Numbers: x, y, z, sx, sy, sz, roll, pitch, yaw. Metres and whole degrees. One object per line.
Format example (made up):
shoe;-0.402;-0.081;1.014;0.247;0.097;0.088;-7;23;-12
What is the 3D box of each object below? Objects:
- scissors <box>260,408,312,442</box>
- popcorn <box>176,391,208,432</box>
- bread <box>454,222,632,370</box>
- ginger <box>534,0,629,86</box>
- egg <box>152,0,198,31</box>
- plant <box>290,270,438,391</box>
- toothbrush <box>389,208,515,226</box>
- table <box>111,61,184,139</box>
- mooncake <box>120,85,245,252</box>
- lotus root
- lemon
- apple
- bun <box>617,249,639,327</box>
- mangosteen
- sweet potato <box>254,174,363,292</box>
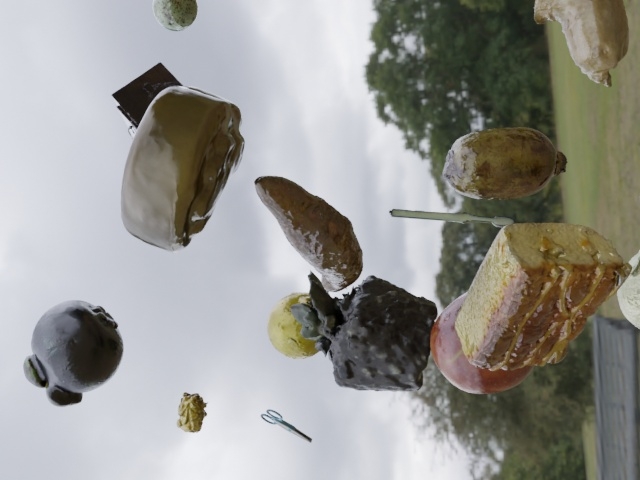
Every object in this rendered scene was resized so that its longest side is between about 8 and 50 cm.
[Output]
scissors;-0.068;0.386;1.659;0.058;0.119;0.014;-45;15;49
popcorn;-0.248;0.331;1.544;0.082;0.057;0.083;-83;5;-66
bread;0.330;0.097;1.239;0.275;0.184;0.114;105;160;-50
ginger;0.522;-0.430;1.561;0.267;0.152;0.138;54;-151;-2
egg;-0.274;-0.439;1.517;0.110;0.085;0.085;-101;3;-82
plant;0.084;0.193;1.708;0.213;0.312;0.215;-76;0;-54
toothbrush;0.306;-0.054;1.871;0.028;0.294;0.026;101;174;-71
table;-0.401;-0.303;2.036;0.193;0.172;0.169;47;166;27
mooncake;-0.184;-0.094;1.092;0.235;0.117;0.235;20;-90;-89
lotus root;0.362;-0.147;1.551;0.128;0.260;0.145;-108;23;-47
lemon;-0.052;0.218;2.079;0.206;0.173;0.174;111;170;-51
apple;0.306;0.189;1.511;0.162;0.201;0.201;124;145;-75
bun;0.782;0.106;1.760;0.153;0.243;0.244;-129;21;-58
mangosteen;-0.563;0.252;1.827;0.243;0.242;0.243;-5;-90;-75
sweet potato;0.004;0.001;1.260;0.341;0.114;0.092;54;-128;-54
